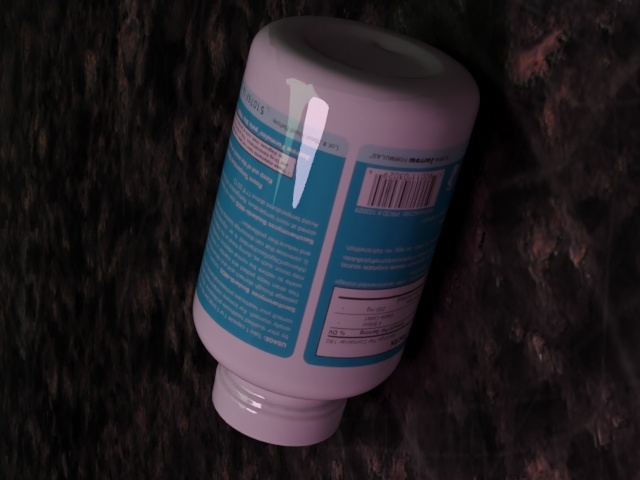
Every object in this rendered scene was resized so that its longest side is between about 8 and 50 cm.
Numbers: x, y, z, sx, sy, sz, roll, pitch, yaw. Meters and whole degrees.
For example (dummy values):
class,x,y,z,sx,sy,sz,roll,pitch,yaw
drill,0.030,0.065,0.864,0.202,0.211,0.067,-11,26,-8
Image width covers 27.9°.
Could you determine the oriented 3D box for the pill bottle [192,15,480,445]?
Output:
class,x,y,z,sx,sy,sz,roll,pitch,yaw
pill bottle,0.000,0.000,0.832,0.146,0.146,0.264,52,133,53
